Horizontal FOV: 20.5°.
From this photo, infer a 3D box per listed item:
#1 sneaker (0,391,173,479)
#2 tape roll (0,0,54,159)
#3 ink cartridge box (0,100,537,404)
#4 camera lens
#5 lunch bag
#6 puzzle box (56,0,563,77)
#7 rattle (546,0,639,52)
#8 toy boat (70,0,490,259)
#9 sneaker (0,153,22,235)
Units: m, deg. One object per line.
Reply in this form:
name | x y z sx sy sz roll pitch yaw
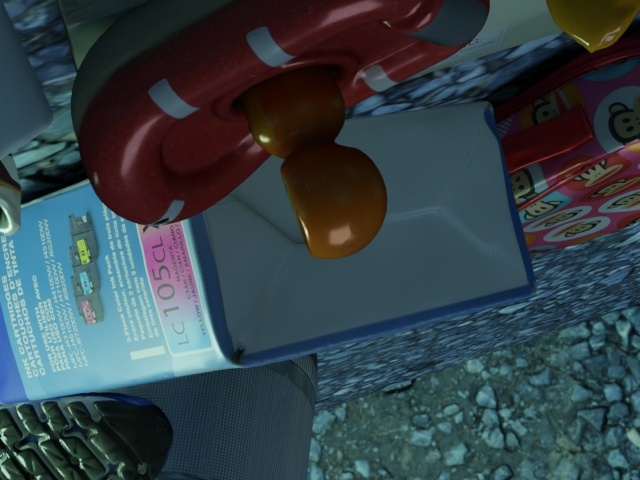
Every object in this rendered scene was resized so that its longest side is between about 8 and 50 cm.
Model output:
sneaker | -0.252 0.187 1.442 0.330 0.130 0.147 -21 -170 28
tape roll | -0.260 -0.039 0.754 0.286 0.100 0.286 -23 -169 5
ink cartridge box | -0.078 0.017 1.295 0.270 0.151 0.395 -11 180 -36
camera lens | -0.118 0.179 1.612 0.219 0.274 0.219 6 148 3
lunch bag | 0.222 -0.074 1.527 0.258 0.120 0.293 -7 163 -43
puzzle box | 0.047 -0.159 1.047 0.408 0.052 0.272 -17 168 -7
rattle | 0.167 -0.168 0.833 0.130 0.143 0.199 -26 172 19
toy boat | -0.013 -0.061 0.903 0.231 0.151 0.151 -26 166 27
sneaker | -0.265 -0.029 1.066 0.185 0.084 0.069 -11 165 -35
